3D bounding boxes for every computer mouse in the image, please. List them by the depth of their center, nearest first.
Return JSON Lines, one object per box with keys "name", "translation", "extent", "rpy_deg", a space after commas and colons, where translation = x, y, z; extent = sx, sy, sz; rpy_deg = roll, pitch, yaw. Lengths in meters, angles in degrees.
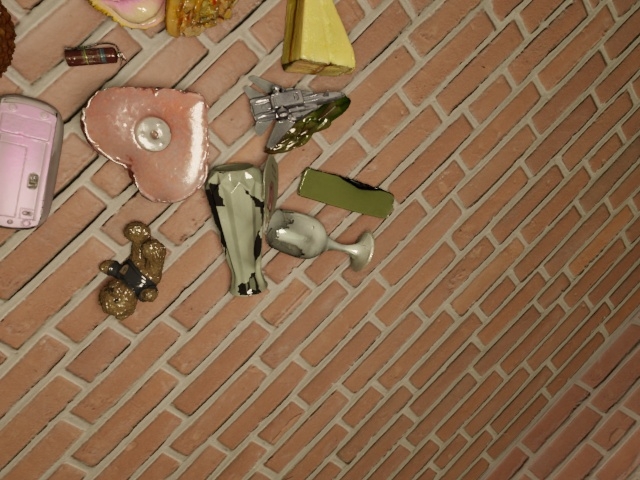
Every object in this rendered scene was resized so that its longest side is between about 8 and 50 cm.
{"name": "computer mouse", "translation": [-0.701, -0.180, 1.052], "extent": [0.159, 0.072, 0.309], "rpy_deg": [10, 89, -35]}

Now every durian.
{"name": "durian", "translation": [-0.430, -0.571, 1.027], "extent": [0.165, 0.132, 0.182], "rpy_deg": [42, 92, -17]}

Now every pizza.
{"name": "pizza", "translation": [-0.279, -0.547, 1.080], "extent": [0.069, 0.226, 0.147], "rpy_deg": [45, 123, 10]}

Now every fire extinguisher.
{"name": "fire extinguisher", "translation": [-0.533, -0.440, 1.076], "extent": [0.132, 0.039, 0.056], "rpy_deg": [-12, 118, -17]}

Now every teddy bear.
{"name": "teddy bear", "translation": [-0.486, 0.090, 1.202], "extent": [0.251, 0.182, 0.129], "rpy_deg": [-58, 151, 1]}

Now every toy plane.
{"name": "toy plane", "translation": [-0.058, -0.373, 1.211], "extent": [0.268, 0.088, 0.212], "rpy_deg": [-14, 83, -4]}

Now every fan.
{"name": "fan", "translation": [-0.142, -0.079, 1.226], "extent": [0.010, 0.182, 0.309], "rpy_deg": [5, 77, 8]}

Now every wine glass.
{"name": "wine glass", "translation": [0.000, 0.000, 1.349], "extent": [0.322, 0.143, 0.143], "rpy_deg": [14, 100, -21]}

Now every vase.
{"name": "vase", "translation": [-0.222, -0.027, 1.253], "extent": [0.165, 0.165, 0.359], "rpy_deg": [-10, 112, -18]}

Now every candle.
{"name": "candle", "translation": [-0.411, -0.269, 1.126], "extent": [0.287, 0.131, 0.317], "rpy_deg": [-51, 125, -8]}

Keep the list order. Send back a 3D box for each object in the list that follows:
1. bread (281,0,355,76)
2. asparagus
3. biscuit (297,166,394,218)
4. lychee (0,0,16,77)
{"name": "bread", "translation": [0.005, -0.570, 1.169], "extent": [0.163, 0.168, 0.263], "rpy_deg": [1, 104, -22]}
{"name": "asparagus", "translation": [-0.040, -0.320, 1.276], "extent": [0.287, 0.080, 0.080], "rpy_deg": [-36, 114, -14]}
{"name": "biscuit", "translation": [0.085, -0.144, 1.391], "extent": [0.323, 0.038, 0.099], "rpy_deg": [13, 104, -24]}
{"name": "lychee", "translation": [-0.744, -0.419, 0.921], "extent": [0.200, 0.200, 0.238], "rpy_deg": [36, 78, -25]}
